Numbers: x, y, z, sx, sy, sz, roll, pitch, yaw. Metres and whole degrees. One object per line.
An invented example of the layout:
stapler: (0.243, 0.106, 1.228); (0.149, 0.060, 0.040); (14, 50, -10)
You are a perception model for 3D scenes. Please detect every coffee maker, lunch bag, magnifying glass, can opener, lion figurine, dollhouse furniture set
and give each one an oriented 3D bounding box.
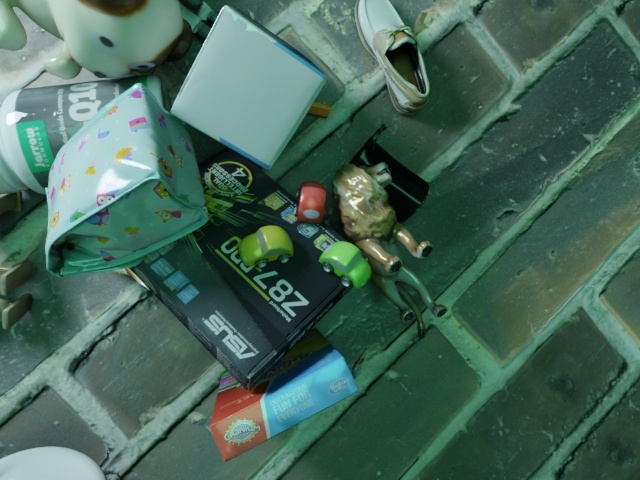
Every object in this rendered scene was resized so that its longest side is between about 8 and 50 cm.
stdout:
coffee maker: (0.150, -0.132, 0.983); (0.178, 0.171, 0.120); (34, 67, -8)
lunch bag: (-0.335, -0.082, 0.723); (0.262, 0.160, 0.224); (-29, 58, 11)
magnifying glass: (-0.090, -0.323, 1.015); (0.230, 0.026, 0.092); (11, 115, -12)
can opener: (-0.241, -0.474, 0.980); (0.280, 0.093, 0.074); (38, 84, -11)
lion figurine: (0.136, 0.029, 0.947); (0.142, 0.240, 0.393); (-29, 133, -15)
dollhouse furniture set: (-0.694, 0.028, 0.887); (0.211, 0.161, 0.242); (9, 109, -8)

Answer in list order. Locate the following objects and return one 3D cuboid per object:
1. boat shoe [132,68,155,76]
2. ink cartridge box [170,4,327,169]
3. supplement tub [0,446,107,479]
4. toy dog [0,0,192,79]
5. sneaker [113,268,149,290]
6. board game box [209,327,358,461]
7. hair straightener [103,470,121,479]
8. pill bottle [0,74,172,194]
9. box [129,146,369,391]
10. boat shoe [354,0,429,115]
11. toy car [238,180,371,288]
boat shoe: (-0.452, -0.416, 0.949); (0.189, 0.072, 0.068); (16, 86, -8)
ink cartridge box: (-0.134, -0.302, 0.852); (0.198, 0.270, 0.197); (29, 110, -20)
supplement tub: (-0.524, 0.578, 0.787); (0.240, 0.241, 0.332); (15, 106, -8)
toy dog: (-0.409, -0.462, 0.790); (0.395, 0.284, 0.408); (-40, 76, -4)
sneaker: (-0.346, 0.043, 0.940); (0.262, 0.099, 0.121); (30, 79, -8)
board game box: (-0.078, 0.273, 0.859); (0.242, 0.316, 0.064); (-25, 92, -9)
hair straightener: (-0.514, 0.504, 0.918); (0.230, 0.047, 0.089); (18, 86, -8)
pill bottle: (-0.474, -0.201, 0.872); (0.360, 0.204, 0.205); (-11, 90, -9)
box: (-0.156, 0.026, 0.845); (0.395, 0.097, 0.318); (41, 60, 15)
boat shoe: (0.178, -0.450, 1.032); (0.113, 0.103, 0.303); (-27, 92, -9)
toy car: (0.000, 0.000, 0.805); (0.224, 0.053, 0.239); (35, 56, 12)
